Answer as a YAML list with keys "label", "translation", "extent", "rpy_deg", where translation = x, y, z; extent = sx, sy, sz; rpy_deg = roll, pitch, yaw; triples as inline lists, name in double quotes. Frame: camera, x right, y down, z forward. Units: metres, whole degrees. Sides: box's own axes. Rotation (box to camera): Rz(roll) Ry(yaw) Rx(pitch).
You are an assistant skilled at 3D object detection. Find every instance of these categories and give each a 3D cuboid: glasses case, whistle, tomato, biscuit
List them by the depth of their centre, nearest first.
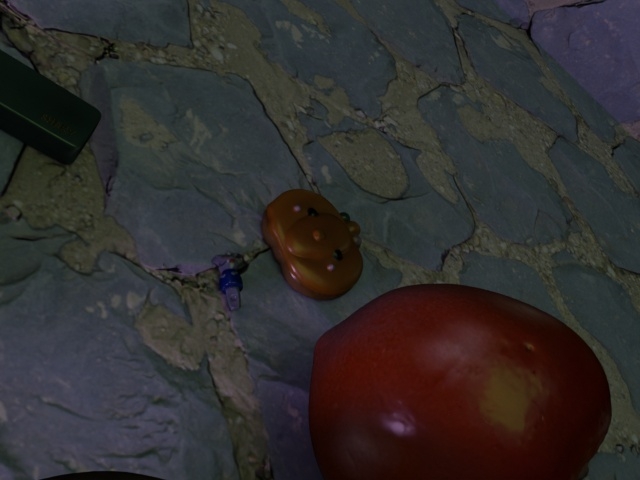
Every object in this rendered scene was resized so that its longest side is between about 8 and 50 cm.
- label: "tomato"
  translation: [0.134, 0.188, 0.756]
  extent: [0.322, 0.321, 0.321]
  rpy_deg: [22, 48, -26]
- label: "glasses case"
  translation: [-0.355, -0.166, 0.808]
  extent: [0.184, 0.039, 0.077]
  rpy_deg: [31, 44, -18]
- label: "whistle"
  translation: [-0.113, 0.049, 0.858]
  extent: [0.033, 0.029, 0.083]
  rpy_deg: [-13, 57, -5]
- label: "biscuit"
  translation: [0.002, -0.002, 0.974]
  extent: [0.170, 0.050, 0.170]
  rpy_deg: [22, 49, -27]

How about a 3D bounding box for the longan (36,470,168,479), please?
- label: "longan"
  translation: [-0.163, 0.303, 0.446]
  extent: [0.319, 0.319, 0.318]
  rpy_deg: [22, 48, -26]
